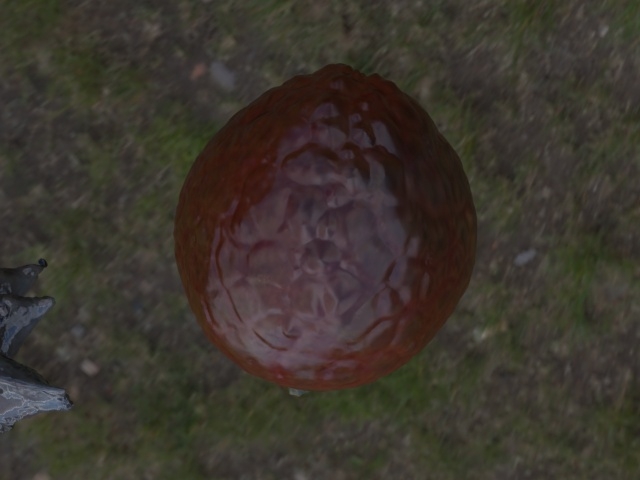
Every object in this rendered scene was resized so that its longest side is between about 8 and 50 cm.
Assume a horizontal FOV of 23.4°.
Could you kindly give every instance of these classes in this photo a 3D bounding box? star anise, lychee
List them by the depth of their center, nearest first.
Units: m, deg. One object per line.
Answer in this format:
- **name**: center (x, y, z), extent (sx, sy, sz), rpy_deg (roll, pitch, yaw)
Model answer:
- **star anise**: center (-0.125, 0.042, 0.484), extent (0.129, 0.124, 0.056), rpy_deg (8, 133, 35)
- **lychee**: center (0.000, 0.000, 1.206), extent (0.255, 0.255, 0.300), rpy_deg (31, 126, 3)
